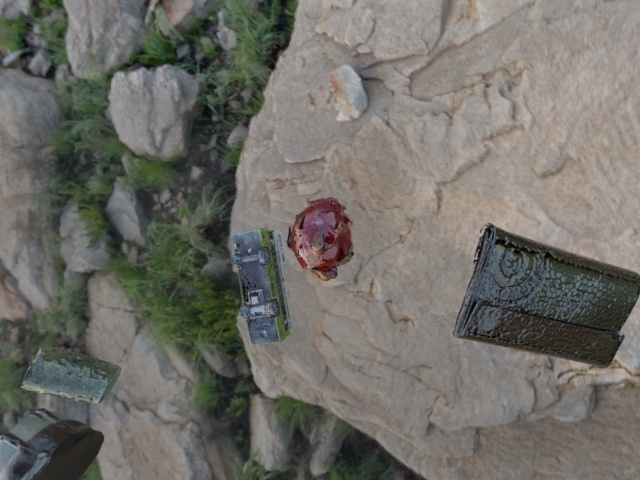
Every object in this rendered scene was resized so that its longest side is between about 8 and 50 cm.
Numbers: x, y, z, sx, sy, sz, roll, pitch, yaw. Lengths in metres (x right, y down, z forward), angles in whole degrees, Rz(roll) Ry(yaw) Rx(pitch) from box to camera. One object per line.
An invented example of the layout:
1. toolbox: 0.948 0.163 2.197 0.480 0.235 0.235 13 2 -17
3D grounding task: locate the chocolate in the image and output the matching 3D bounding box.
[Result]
1. chocolate: -0.763 0.581 1.318 0.186 0.283 0.284 36 112 12

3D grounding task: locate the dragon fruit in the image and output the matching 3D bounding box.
1. dragon fruit: 0.000 0.000 0.940 0.133 0.136 0.166 -5 118 -3

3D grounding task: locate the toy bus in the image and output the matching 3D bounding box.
1. toy bus: -0.151 0.119 1.316 0.113 0.139 0.302 -10 89 22

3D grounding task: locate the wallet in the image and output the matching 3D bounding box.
1. wallet: 0.275 0.074 0.576 0.039 0.243 0.133 30 104 68

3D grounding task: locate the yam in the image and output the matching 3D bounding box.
1. yam: -0.580 0.321 1.152 0.194 0.107 0.107 22 113 -20
